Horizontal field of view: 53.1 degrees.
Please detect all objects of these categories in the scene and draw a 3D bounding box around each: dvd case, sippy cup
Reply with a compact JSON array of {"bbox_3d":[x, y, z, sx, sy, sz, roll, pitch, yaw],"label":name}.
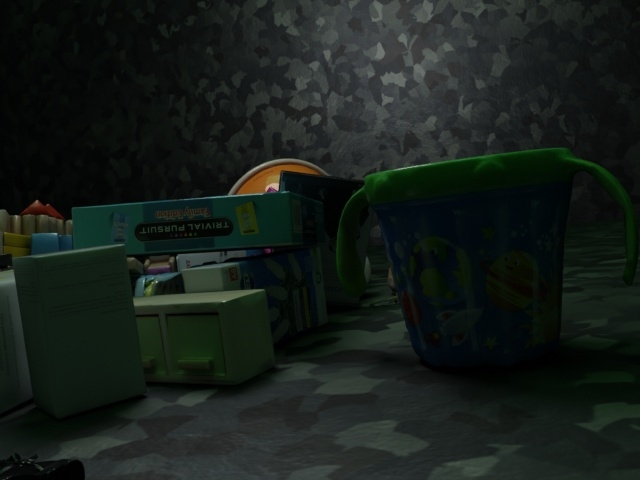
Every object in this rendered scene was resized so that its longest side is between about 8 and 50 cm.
[{"bbox_3d":[0.000,0.000,1.185,0.179,0.239,0.029,7,11,-9],"label":"dvd case"},{"bbox_3d":[0.178,0.021,0.738,0.239,0.224,0.305,-9,3,-23],"label":"sippy cup"}]

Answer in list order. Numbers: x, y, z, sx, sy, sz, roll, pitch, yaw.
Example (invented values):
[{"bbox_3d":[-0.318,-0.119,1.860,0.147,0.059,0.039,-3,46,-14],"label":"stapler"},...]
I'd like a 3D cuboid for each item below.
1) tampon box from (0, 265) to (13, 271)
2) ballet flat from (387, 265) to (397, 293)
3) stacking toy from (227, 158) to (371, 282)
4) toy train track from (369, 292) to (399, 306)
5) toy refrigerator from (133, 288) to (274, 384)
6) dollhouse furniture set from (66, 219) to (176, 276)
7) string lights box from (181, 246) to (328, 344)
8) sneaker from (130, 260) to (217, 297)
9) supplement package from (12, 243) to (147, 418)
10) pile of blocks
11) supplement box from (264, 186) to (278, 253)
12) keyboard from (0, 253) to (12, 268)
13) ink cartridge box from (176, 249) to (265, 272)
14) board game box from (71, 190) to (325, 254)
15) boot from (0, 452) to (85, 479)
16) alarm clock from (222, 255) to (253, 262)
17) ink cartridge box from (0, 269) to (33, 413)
[{"bbox_3d":[-0.547,0.124,1.211,0.120,0.161,0.101,-8,2,-7],"label":"tampon box"},{"bbox_3d":[0.222,0.045,1.437,0.107,0.106,0.316,-6,2,18],"label":"ballet flat"},{"bbox_3d":[-0.027,0.018,1.516,0.350,0.351,0.480,-8,21,-19],"label":"stacking toy"},{"bbox_3d":[0.133,0.114,1.201,0.083,0.014,0.048,-13,9,3],"label":"toy train track"},{"bbox_3d":[-0.200,0.126,0.839,0.269,0.102,0.094,-5,3,30],"label":"toy refrigerator"},{"bbox_3d":[-0.514,0.066,1.555,0.286,0.198,0.303,-7,15,-7],"label":"dollhouse furniture set"},{"bbox_3d":[-0.091,0.090,0.978,0.076,0.134,0.259,-5,3,31],"label":"string lights box"},{"bbox_3d":[-0.286,0.114,1.184,0.208,0.127,0.319,-6,-8,-14],"label":"sneaker"},{"bbox_3d":[-0.283,0.100,0.750,0.105,0.180,0.105,-9,3,-39],"label":"supplement package"},{"bbox_3d":[-0.438,-0.008,1.118,0.148,0.113,0.362,-9,-11,19],"label":"pile of blocks"},{"bbox_3d":[-0.049,-0.001,1.317,0.111,0.114,0.220,34,6,-47],"label":"supplement box"},{"bbox_3d":[-0.526,0.043,0.886,0.180,0.023,0.108,-11,-3,-43],"label":"keyboard"},{"bbox_3d":[-0.214,0.083,1.422,0.190,0.140,0.082,-7,3,-10],"label":"ink cartridge box"},{"bbox_3d":[-0.180,-0.020,1.040,0.335,0.079,0.254,-4,-1,11],"label":"board game box"},{"bbox_3d":[-0.234,0.176,0.438,0.099,0.045,0.121,-4,-4,11],"label":"boot"},{"bbox_3d":[-0.112,0.088,1.092,0.064,0.130,0.192,-6,6,30],"label":"alarm clock"},{"bbox_3d":[-0.479,0.129,0.875,0.279,0.161,0.384,-6,2,13],"label":"ink cartridge box"}]
